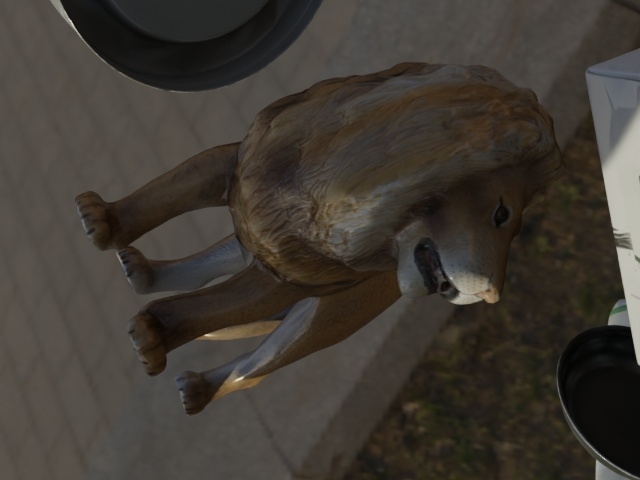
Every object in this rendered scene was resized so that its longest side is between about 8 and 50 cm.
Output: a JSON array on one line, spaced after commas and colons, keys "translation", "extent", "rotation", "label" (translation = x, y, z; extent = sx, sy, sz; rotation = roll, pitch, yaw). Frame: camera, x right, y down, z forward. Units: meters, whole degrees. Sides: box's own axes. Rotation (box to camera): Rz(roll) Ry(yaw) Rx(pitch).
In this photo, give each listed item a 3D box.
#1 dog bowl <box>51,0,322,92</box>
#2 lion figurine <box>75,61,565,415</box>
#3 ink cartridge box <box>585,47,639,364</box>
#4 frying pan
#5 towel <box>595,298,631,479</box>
[{"translation": [-0.147, -0.335, 1.599], "extent": [0.102, 0.349, 0.348], "rotation": [25, 98, 52], "label": "dog bowl"}, {"translation": [0.000, 0.000, 0.912], "extent": [0.392, 0.240, 0.142], "rotation": [117, 130, -84], "label": "lion figurine"}, {"translation": [0.259, -0.030, 0.946], "extent": [0.086, 0.148, 0.203], "rotation": [21, 129, 59], "label": "ink cartridge box"}, {"translation": [0.387, 0.174, 1.609], "extent": [0.053, 0.326, 0.197], "rotation": [118, 144, -45], "label": "frying pan"}, {"translation": [0.433, 0.202, 1.798], "extent": [0.248, 0.038, 0.324], "rotation": [-17, 57, 40], "label": "towel"}]
